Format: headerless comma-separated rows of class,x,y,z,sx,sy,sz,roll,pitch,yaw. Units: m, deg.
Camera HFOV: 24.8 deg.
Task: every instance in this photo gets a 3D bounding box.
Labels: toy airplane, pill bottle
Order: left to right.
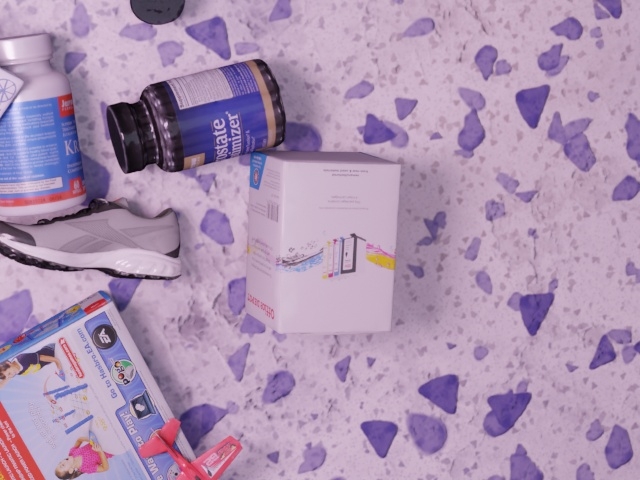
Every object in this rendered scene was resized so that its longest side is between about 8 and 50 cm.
pill bottle,-0.374,-0.149,1.861,0.124,0.124,0.222,-10,103,-17
toy airplane,-0.184,0.303,1.955,0.151,0.028,0.151,-3,98,-20
pill bottle,-0.166,-0.159,1.931,0.219,0.123,0.123,-16,103,-15

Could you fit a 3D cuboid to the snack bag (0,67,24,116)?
snack bag,-0.581,-0.152,1.730,0.342,0.037,0.323,33,104,-28

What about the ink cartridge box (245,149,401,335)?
ink cartridge box,0.000,0.000,1.986,0.168,0.171,0.233,0,99,-19

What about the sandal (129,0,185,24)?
sandal,-0.207,-0.407,1.876,0.097,0.054,0.255,-7,97,-11

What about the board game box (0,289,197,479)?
board game box,-0.350,0.273,1.956,0.302,0.086,0.308,-29,106,-12

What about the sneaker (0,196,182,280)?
sneaker,-0.313,-0.008,1.928,0.271,0.100,0.108,6,87,-25
